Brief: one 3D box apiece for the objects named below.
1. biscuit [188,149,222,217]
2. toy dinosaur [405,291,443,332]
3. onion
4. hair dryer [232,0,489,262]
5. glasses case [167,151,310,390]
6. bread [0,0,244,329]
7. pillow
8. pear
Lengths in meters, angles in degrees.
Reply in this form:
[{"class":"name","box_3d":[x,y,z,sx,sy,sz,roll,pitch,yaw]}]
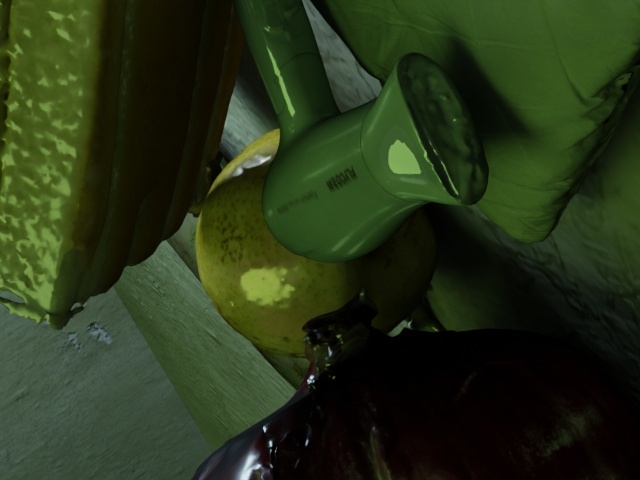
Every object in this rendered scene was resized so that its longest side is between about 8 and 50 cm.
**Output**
[{"class":"biscuit","box_3d":[-0.120,-0.143,0.840,0.187,0.036,0.273,76,178,-80]},{"class":"toy dinosaur","box_3d":[0.082,0.065,0.841,0.120,0.029,0.060,58,179,-27]},{"class":"onion","box_3d":[0.045,0.152,0.635,0.232,0.314,0.314,65,165,12]},{"class":"hair dryer","box_3d":[-0.009,-0.109,0.494,0.237,0.075,0.206,67,164,3]},{"class":"glasses case","box_3d":[-0.099,-0.008,1.052,0.425,0.098,0.156,49,166,20]},{"class":"bread","box_3d":[-0.122,-0.104,0.588,0.111,0.239,0.246,14,106,11]},{"class":"pillow","box_3d":[0.046,-0.149,0.448,0.274,0.076,0.281,56,169,15]},{"class":"pear","box_3d":[0.000,0.000,0.726,0.178,0.178,0.178,48,162,22]}]
